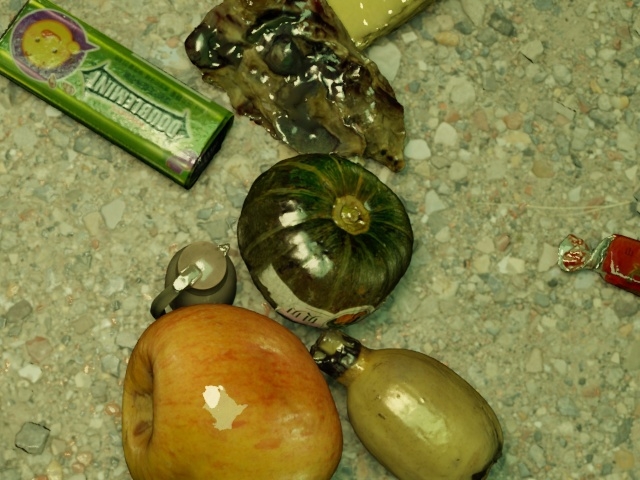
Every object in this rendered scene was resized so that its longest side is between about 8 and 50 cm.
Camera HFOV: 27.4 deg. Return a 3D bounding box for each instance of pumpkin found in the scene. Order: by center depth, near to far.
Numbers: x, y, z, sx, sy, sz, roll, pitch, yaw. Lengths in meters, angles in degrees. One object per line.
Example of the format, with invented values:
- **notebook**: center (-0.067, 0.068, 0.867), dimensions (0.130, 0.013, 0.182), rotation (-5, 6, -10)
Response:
- **pumpkin**: center (-0.002, 0.001, 1.867), dimensions (0.260, 0.189, 0.260), rotation (18, 58, -30)

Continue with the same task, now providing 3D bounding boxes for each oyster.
- **oyster**: center (-0.029, -0.213, 1.925), dimensions (0.221, 0.096, 0.361), rotation (-34, 101, 19)

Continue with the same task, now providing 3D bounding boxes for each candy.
- **candy**: center (0.495, 0.049, 1.968), dimensions (0.292, 0.059, 0.086), rotation (18, 73, -3)

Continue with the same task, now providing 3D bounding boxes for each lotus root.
- **lotus root**: center (0.116, 0.231, 1.823), dimensions (0.310, 0.183, 0.183), rotation (40, 77, -1)

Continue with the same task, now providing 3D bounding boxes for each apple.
- **apple**: center (-0.116, 0.234, 1.752), dimensions (0.275, 0.299, 0.299), rotation (0, 77, -21)

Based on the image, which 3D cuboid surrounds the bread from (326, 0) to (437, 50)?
- **bread**: center (0.070, -0.428, 1.926), dimensions (0.315, 0.279, 0.248), rotation (-41, 92, -24)

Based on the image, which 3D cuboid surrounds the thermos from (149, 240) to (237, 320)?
- **thermos**: center (-0.178, 0.062, 1.824), dimensions (0.137, 0.193, 0.105), rotation (-36, 85, -12)

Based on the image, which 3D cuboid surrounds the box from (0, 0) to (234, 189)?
- **box**: center (-0.301, -0.217, 1.919), dimensions (0.345, 0.097, 0.134), rotation (32, 76, 1)
